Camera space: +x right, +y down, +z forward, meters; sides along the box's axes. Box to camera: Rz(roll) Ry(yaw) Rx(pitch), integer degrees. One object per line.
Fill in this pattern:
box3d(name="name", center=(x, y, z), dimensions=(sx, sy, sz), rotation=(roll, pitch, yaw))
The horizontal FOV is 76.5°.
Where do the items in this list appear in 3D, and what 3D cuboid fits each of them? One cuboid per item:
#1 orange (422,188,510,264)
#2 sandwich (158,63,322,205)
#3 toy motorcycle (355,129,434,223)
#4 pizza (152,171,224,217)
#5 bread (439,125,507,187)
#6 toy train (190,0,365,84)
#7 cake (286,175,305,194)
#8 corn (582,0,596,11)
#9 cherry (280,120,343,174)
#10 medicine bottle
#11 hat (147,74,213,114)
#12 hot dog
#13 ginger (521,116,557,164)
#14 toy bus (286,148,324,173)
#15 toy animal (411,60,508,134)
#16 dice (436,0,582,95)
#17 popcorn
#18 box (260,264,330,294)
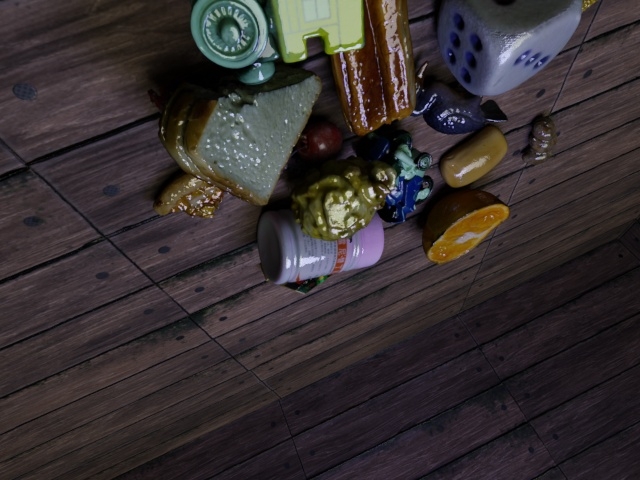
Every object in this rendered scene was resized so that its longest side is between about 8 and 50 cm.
box3d(name="orange", center=(0.495, -0.048, 1.415), dimensions=(0.274, 0.274, 0.310), rotation=(-13, 180, -22))
box3d(name="sandwich", center=(-0.122, -0.218, 0.695), dimensions=(0.288, 0.099, 0.254), rotation=(-64, 151, -5))
box3d(name="toy motorcycle", center=(0.211, -0.162, 1.115), dimensions=(0.196, 0.125, 0.331), rotation=(-47, 143, 2))
box3d(name="pizza", center=(-0.283, -0.098, 0.928), dimensions=(0.182, 0.062, 0.161), rotation=(-28, 154, -2))
box3d(name="bread", center=(0.478, -0.248, 1.253), dimensions=(0.217, 0.098, 0.147), rotation=(-36, 151, 15))
box3d(name="toy train", center=(-0.062, -0.408, 0.471), dimensions=(0.272, 0.179, 0.442), rotation=(-12, 141, -2))
box3d(name="cake", center=(-0.026, -0.150, 1.053), dimensions=(0.121, 0.052, 0.065), rotation=(-31, 144, 3))
box3d(name="corn", center=(0.527, -0.518, 0.899), dimensions=(0.260, 0.091, 0.091), rotation=(-33, 108, 9))
box3d(name="cherry", center=(-0.033, -0.201, 0.897), dimensions=(0.225, 0.090, 0.107), rotation=(-36, -159, -34))
box3d(name="medicine bottle", center=(0.000, 0.000, 1.148), dimensions=(0.315, 0.202, 0.202), rotation=(-10, 144, -27))
box3d(name="hat", center=(-0.193, -0.247, 0.763), dimensions=(0.227, 0.129, 0.140), rotation=(-32, 126, -27))
box3d(name="hot dog", center=(0.087, -0.360, 0.758), dimensions=(0.158, 0.117, 0.349), rotation=(-20, 138, 4))
box3d(name="ginger", center=(0.731, -0.327, 1.343), dimensions=(0.104, 0.080, 0.204), rotation=(-24, 151, 5))
box3d(name="toy bus", center=(-0.043, -0.190, 0.998), dimensions=(0.130, 0.037, 0.052), rotation=(4, 141, -43))
box3d(name="toy animal", center=(0.335, -0.342, 0.984), dimensions=(0.298, 0.122, 0.185), rotation=(15, 125, -39))
box3d(name="dice", center=(0.353, -0.417, 0.785), dimensions=(0.191, 0.194, 0.193), rotation=(-28, 167, -1))
box3d(name="popcorn", center=(0.055, -0.093, 0.939), dimensions=(0.266, 0.192, 0.233), rotation=(-17, -176, 37))
box3d(name="box", center=(-0.066, 0.093, 1.359), dimensions=(0.159, 0.071, 0.240), rotation=(-40, 147, 14))
